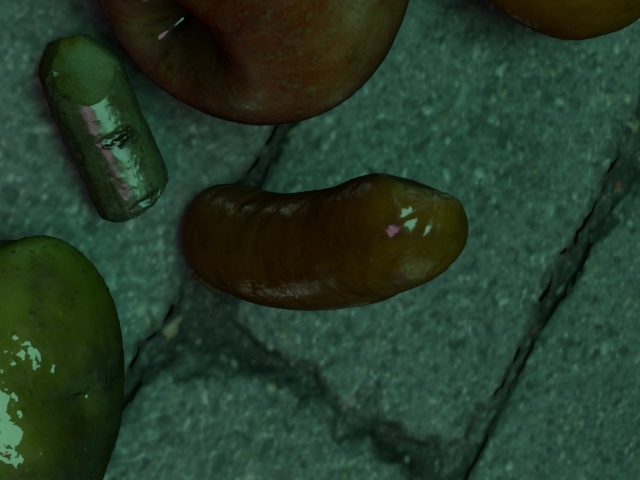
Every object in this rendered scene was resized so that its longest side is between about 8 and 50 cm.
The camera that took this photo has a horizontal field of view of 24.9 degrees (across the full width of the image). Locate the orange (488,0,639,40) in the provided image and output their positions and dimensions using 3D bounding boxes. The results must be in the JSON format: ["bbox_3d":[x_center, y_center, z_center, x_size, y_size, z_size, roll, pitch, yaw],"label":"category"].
[{"bbox_3d":[0.216,-0.297,1.284,0.240,0.171,0.240,-2,94,-38],"label":"orange"}]

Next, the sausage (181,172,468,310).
[{"bbox_3d":[-0.001,0.000,1.121,0.109,0.270,0.109,4,84,-41],"label":"sausage"}]

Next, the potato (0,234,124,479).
[{"bbox_3d":[-0.227,0.119,1.073,0.169,0.143,0.248,26,72,-67],"label":"potato"}]

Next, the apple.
[{"bbox_3d":[-0.045,-0.220,1.106,0.254,0.253,0.253,-2,93,-30],"label":"apple"}]

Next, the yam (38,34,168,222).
[{"bbox_3d":[-0.170,-0.091,1.133,0.070,0.070,0.146,-29,108,-26],"label":"yam"}]
